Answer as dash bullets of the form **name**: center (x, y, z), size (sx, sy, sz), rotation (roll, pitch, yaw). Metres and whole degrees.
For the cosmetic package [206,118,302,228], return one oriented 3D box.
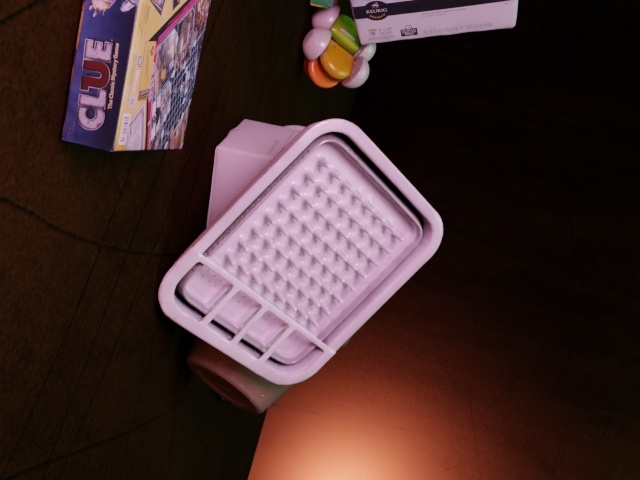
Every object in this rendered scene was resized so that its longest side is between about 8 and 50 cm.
- **cosmetic package**: center (-0.057, -0.077, 0.991), size (0.151, 0.184, 0.151), rotation (-68, 170, -64)

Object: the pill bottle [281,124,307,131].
- **pill bottle**: center (-0.057, -0.118, 1.337), size (0.215, 0.117, 0.117), rotation (100, 5, -45)

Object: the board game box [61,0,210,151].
- **board game box**: center (-0.133, -0.195, 0.534), size (0.165, 0.042, 0.243), rotation (-52, 156, -80)

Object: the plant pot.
- **plant pot**: center (-0.096, 0.150, 1.088), size (0.229, 0.263, 0.263), rotation (-54, 166, -26)

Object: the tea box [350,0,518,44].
- **tea box**: center (0.213, -0.588, 1.290), size (0.323, 0.329, 0.220), rotation (64, 26, -59)

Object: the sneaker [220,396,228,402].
- **sneaker**: center (-0.166, 0.301, 1.428), size (0.271, 0.100, 0.108), rotation (95, 4, -65)

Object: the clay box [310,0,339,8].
- **clay box**: center (0.029, -0.579, 1.408), size (0.222, 0.053, 0.127), rotation (-68, 170, -60)

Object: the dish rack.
- **dish rack**: center (-0.023, 0.018, 0.884), size (0.333, 0.285, 0.072), rotation (-45, -145, 6)

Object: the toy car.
- **toy car**: center (0.025, -0.416, 1.462), size (0.136, 0.159, 0.182), rotation (-25, -138, 49)
